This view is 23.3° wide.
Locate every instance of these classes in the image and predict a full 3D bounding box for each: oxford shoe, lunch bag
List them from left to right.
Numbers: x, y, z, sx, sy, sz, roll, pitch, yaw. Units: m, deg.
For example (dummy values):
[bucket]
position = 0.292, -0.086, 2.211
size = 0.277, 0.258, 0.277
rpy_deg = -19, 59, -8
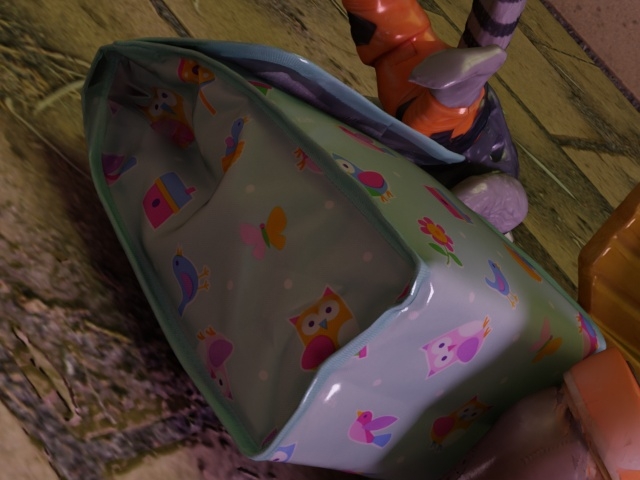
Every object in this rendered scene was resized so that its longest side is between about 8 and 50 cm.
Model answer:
[lunch bag]
position = 0.000, 0.000, 0.866
size = 0.223, 0.160, 0.262
rpy_deg = 24, 22, -52
[oxford shoe]
position = 0.155, 0.176, 0.908
size = 0.364, 0.132, 0.130
rpy_deg = 56, 10, -54

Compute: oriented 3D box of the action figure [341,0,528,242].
[action figure]
position = 0.107, -0.057, 1.106
size = 0.341, 0.178, 0.330
rpy_deg = 56, -12, 33

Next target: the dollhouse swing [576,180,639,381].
[dollhouse swing]
position = 0.460, 0.072, 1.356
size = 0.315, 0.347, 0.305
rpy_deg = 34, 11, -35
